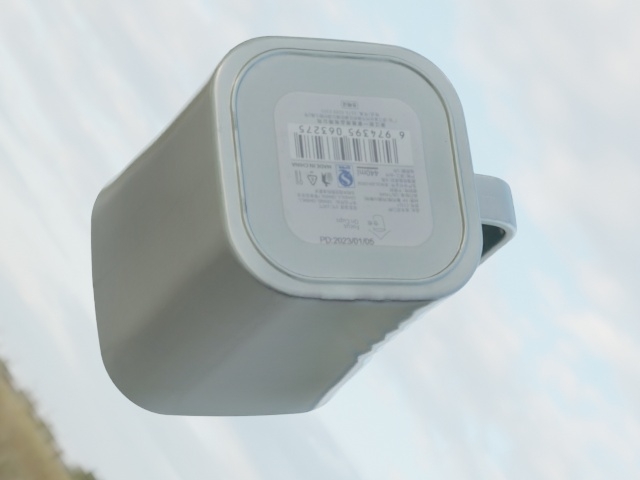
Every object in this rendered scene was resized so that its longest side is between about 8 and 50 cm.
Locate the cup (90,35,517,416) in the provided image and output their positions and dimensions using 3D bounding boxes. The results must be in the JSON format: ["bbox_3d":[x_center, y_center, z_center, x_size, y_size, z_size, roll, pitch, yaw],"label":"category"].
[{"bbox_3d":[0.000,0.000,0.601,0.129,0.128,0.095,139,-51,-60],"label":"cup"}]
